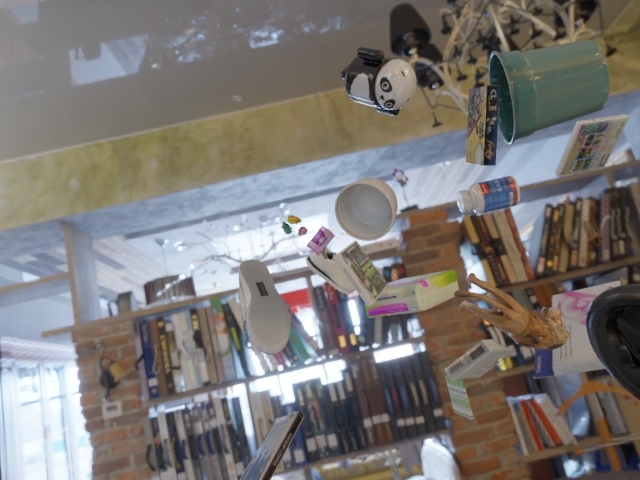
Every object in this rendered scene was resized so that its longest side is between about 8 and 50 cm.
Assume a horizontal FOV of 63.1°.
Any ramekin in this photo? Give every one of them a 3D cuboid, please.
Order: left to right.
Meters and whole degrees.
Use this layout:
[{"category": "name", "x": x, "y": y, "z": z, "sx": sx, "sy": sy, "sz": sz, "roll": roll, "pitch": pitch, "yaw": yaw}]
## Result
[{"category": "ramekin", "x": 0.160, "y": -0.112, "z": 1.738, "sx": 0.207, "sy": 0.207, "sz": 0.109, "roll": -23, "pitch": 14, "yaw": 31}]

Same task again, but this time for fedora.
[{"category": "fedora", "x": 0.752, "y": 0.211, "z": 1.110, "sx": 0.152, "sy": 0.334, "sz": 0.334, "roll": -33, "pitch": -4, "yaw": -27}]

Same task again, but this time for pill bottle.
[{"category": "pill bottle", "x": 0.664, "y": -0.175, "z": 2.073, "sx": 0.221, "sy": 0.124, "sz": 0.124, "roll": -13, "pitch": -14, "yaw": 1}]

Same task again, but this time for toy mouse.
[{"category": "toy mouse", "x": -0.113, "y": -0.046, "z": 2.235, "sx": 0.161, "sy": 0.031, "sz": 0.143, "roll": 20, "pitch": -41, "yaw": 3}]

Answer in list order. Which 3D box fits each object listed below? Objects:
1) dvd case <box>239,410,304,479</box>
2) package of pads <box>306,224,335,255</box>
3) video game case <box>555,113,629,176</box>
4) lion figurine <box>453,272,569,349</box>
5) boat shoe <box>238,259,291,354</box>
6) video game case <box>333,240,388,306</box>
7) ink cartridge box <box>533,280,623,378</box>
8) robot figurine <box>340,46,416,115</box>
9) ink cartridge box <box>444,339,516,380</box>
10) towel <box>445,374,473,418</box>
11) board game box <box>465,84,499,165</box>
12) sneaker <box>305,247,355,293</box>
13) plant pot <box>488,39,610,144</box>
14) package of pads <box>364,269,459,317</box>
[{"category": "dvd case", "x": -0.147, "y": 0.608, "z": 1.491, "sx": 0.239, "sy": 0.029, "sz": 0.179, "roll": -55, "pitch": 8, "yaw": -36}, {"category": "package of pads", "x": 0.000, "y": 0.000, "z": 1.577, "sx": 0.083, "sy": 0.050, "sz": 0.032, "roll": -50, "pitch": -4, "yaw": -1}, {"category": "video game case", "x": 0.678, "y": -0.236, "z": 1.308, "sx": 0.143, "sy": 0.019, "sz": 0.157, "roll": -10, "pitch": -45, "yaw": -13}, {"category": "lion figurine", "x": 0.532, "y": 0.215, "z": 1.440, "sx": 0.392, "sy": 0.240, "sz": 0.142, "roll": 12, "pitch": -73, "yaw": -52}, {"category": "boat shoe", "x": -0.192, "y": 0.231, "z": 1.591, "sx": 0.135, "sy": 0.367, "sz": 0.157, "roll": -2, "pitch": -52, "yaw": -24}, {"category": "video game case", "x": 0.123, "y": 0.092, "z": 1.533, "sx": 0.022, "sy": 0.173, "sz": 0.190, "roll": -36, "pitch": -2, "yaw": 23}, {"category": "ink cartridge box", "x": 0.896, "y": 0.311, "z": 1.825, "sx": 0.330, "sy": 0.324, "sz": 0.071, "roll": -22, "pitch": -59, "yaw": 37}, {"category": "robot figurine", "x": 0.194, "y": -0.541, "z": 1.779, "sx": 0.209, "sy": 0.174, "sz": 0.278, "roll": 8, "pitch": 16, "yaw": -45}, {"category": "ink cartridge box", "x": 0.586, "y": 0.434, "z": 1.905, "sx": 0.232, "sy": 0.066, "sz": 0.189, "roll": 6, "pitch": -47, "yaw": -50}, {"category": "towel", "x": 0.530, "y": 0.591, "z": 1.980, "sx": 0.023, "sy": 0.152, "sz": 0.113, "roll": -15, "pitch": 3, "yaw": -22}, {"category": "board game box", "x": 0.522, "y": -0.370, "z": 1.687, "sx": 0.042, "sy": 0.243, "sz": 0.165, "roll": -2, "pitch": 12, "yaw": -4}, {"category": "sneaker", "x": 0.057, "y": 0.103, "z": 1.806, "sx": 0.095, "sy": 0.090, "sz": 0.235, "roll": -46, "pitch": -56, "yaw": 11}, {"category": "plant pot", "x": 0.817, "y": -0.550, "z": 1.878, "sx": 0.334, "sy": 0.341, "sz": 0.341, "roll": -12, "pitch": -14, "yaw": 10}, {"category": "package of pads", "x": 0.308, "y": 0.184, "z": 1.784, "sx": 0.229, "sy": 0.101, "sz": 0.296, "roll": -15, "pitch": -3, "yaw": 40}]
